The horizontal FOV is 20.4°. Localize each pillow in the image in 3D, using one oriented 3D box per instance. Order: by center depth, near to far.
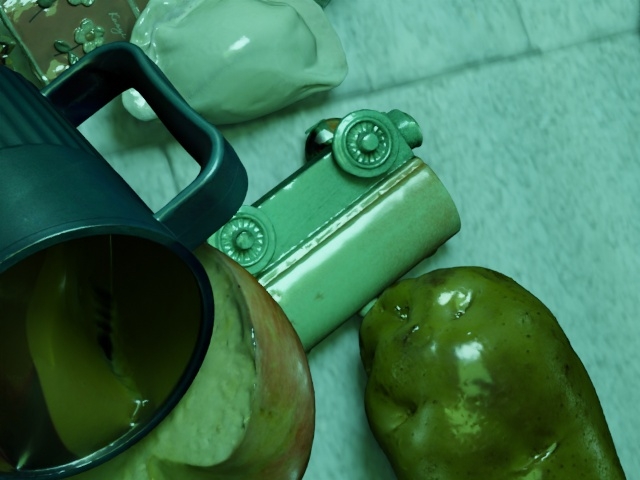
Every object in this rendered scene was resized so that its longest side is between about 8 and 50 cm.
[{"bbox_3d":[-0.188,-0.236,1.685,0.232,0.043,0.126,-36,111,-16],"label":"pillow"}]

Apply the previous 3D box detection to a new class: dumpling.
[{"bbox_3d":[-0.088,-0.187,1.669,0.229,0.124,0.151,-15,84,-27],"label":"dumpling"}]

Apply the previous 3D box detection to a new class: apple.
[{"bbox_3d":[-0.115,0.152,1.534,0.293,0.163,0.251,-46,50,18],"label":"apple"}]

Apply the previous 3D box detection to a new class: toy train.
[{"bbox_3d":[0.000,0.000,1.659,0.285,0.116,0.177,-38,99,-19],"label":"toy train"}]

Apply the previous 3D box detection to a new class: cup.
[{"bbox_3d":[-0.244,-0.012,1.429,0.242,0.292,0.308,15,112,-42],"label":"cup"}]

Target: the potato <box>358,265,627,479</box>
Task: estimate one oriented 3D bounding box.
[{"bbox_3d":[0.171,0.193,1.614,0.369,0.176,0.195,62,31,-1],"label":"potato"}]

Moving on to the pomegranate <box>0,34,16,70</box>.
[{"bbox_3d":[-0.378,-0.131,1.549,0.179,0.210,0.179,1,89,-51],"label":"pomegranate"}]

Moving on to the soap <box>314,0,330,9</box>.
[{"bbox_3d":[-0.048,-0.372,1.744,0.265,0.087,0.160,39,72,0],"label":"soap"}]
